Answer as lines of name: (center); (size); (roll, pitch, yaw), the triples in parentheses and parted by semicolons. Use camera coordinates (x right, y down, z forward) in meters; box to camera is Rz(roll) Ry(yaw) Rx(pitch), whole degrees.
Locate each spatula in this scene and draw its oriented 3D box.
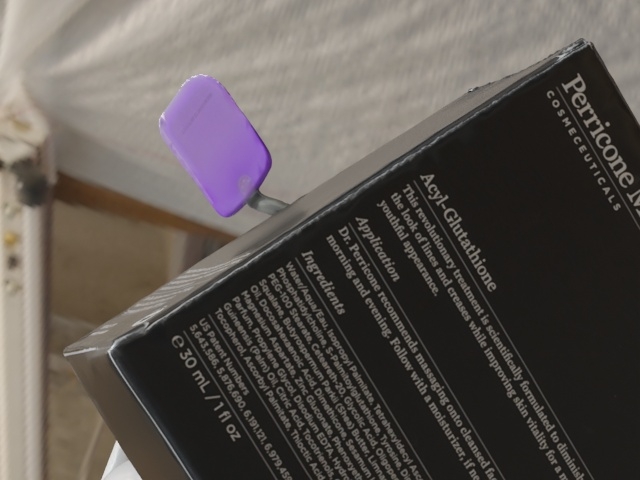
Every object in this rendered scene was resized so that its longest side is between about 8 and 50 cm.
spatula: (0.000, 0.000, 1.048); (0.296, 0.030, 0.084); (42, -46, 1)

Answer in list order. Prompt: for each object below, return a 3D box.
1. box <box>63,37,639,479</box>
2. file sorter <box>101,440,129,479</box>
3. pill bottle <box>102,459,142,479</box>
box: (0.066, 0.096, 0.489); (0.261, 0.184, 0.103); (59, -17, -5)
file sorter: (-0.091, 0.289, 1.315); (0.173, 0.193, 0.278); (13, -28, 13)
pill bottle: (0.007, 0.122, 0.696); (0.117, 0.215, 0.117); (24, -56, 41)
